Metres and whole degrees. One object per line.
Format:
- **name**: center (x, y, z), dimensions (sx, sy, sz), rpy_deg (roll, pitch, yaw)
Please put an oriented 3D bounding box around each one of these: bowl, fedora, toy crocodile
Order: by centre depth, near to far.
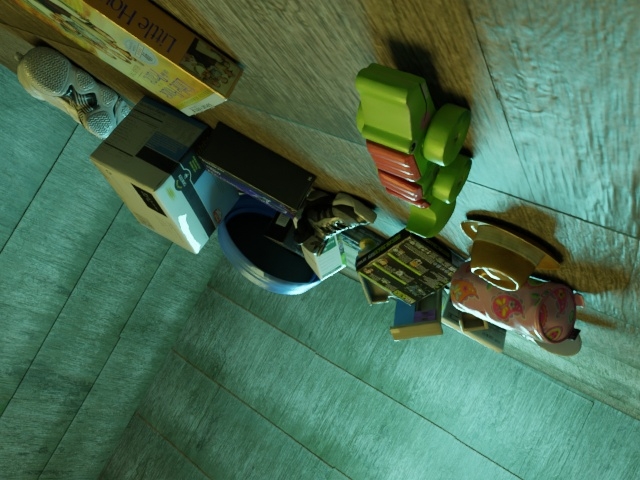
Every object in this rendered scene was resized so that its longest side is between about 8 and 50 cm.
- **toy crocodile**: center (0.110, -0.099, 0.714), dimensions (0.115, 0.105, 0.340), rpy_deg (26, 173, 21)
- **fedora**: center (0.312, 0.033, 1.017), dimensions (0.194, 0.079, 0.194), rpy_deg (29, 175, 3)
- **bowl**: center (-0.149, 0.011, 1.901), dimensions (0.390, 0.077, 0.391), rpy_deg (25, -144, -19)

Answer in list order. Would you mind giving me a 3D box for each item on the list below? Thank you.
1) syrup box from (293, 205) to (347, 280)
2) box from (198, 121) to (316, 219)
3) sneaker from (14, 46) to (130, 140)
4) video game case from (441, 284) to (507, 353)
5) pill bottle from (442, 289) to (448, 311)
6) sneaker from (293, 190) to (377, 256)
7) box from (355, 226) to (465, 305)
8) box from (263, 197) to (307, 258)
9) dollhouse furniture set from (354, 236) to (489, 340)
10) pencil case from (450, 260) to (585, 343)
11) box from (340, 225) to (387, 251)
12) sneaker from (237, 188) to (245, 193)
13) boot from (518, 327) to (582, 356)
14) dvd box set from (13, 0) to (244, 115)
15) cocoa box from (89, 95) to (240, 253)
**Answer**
- **syrup box**: center (0.000, 0.000, 1.660), dimensions (0.096, 0.093, 0.237), rpy_deg (51, 166, 33)
- **box**: center (-0.152, -0.163, 1.440), dimensions (0.261, 0.103, 0.184), rpy_deg (29, 172, -3)
- **sneaker**: center (-0.719, -0.426, 1.721), dimensions (0.210, 0.137, 0.366), rpy_deg (24, 167, 44)
- **video game case**: center (0.444, 0.217, 1.688), dimensions (0.190, 0.173, 0.022), rpy_deg (28, 130, 5)
- **pill bottle**: center (0.356, 0.179, 1.936), dimensions (0.103, 0.103, 0.184), rpy_deg (26, 173, 28)
- **sneaker**: center (0.027, -0.032, 1.434), dimensions (0.101, 0.153, 0.268), rpy_deg (32, 173, -30)
- **box**: center (0.213, 0.062, 1.392), dimensions (0.190, 0.045, 0.184), rpy_deg (31, 135, -25)
- **box**: center (-0.061, -0.040, 1.775), dimensions (0.093, 0.156, 0.158), rpy_deg (22, 172, 41)
- **dollhouse furniture set**: center (0.273, 0.079, 1.572), dimensions (0.286, 0.198, 0.304), rpy_deg (-11, 123, 21)
- **pencil case**: center (0.394, 0.121, 1.218), dimensions (0.124, 0.124, 0.284), rpy_deg (32, 173, -26)
- **box**: center (0.136, 0.007, 1.754), dimensions (0.220, 0.051, 0.175), rpy_deg (29, 174, -1)
- **sneaker**: center (-0.285, -0.183, 1.872), dimensions (0.236, 0.105, 0.095), rpy_deg (32, 172, -38)
- **boot**: center (0.539, 0.208, 1.471), dimensions (0.258, 0.095, 0.123), rpy_deg (35, -175, 40)
- **dvd box set**: center (-0.348, -0.349, 0.941), dimensions (0.420, 0.062, 0.307), rpy_deg (32, 174, -24)
- **cocoa box**: center (-0.404, -0.169, 1.603), dimensions (0.231, 0.228, 0.347), rpy_deg (27, 159, 19)
